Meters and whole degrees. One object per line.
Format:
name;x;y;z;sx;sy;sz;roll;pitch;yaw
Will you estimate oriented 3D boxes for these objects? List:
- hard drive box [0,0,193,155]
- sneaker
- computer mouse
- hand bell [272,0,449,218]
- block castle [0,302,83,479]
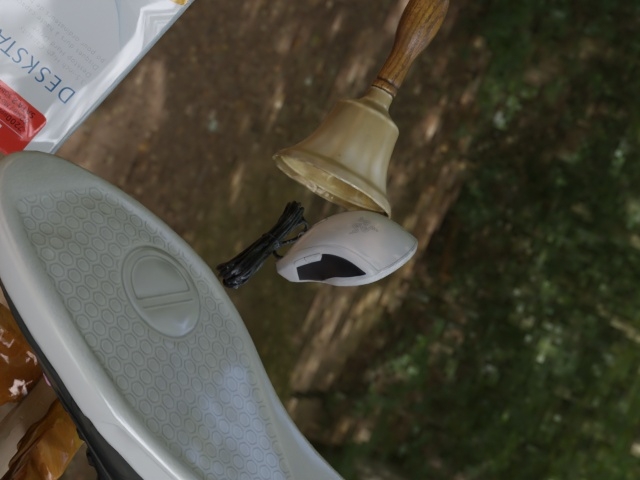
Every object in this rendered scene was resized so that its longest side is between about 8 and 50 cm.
hard drive box;-0.219;-0.199;1.212;0.232;0.181;0.089;-47;-159;8
sneaker;-0.085;0.105;0.688;0.147;0.295;0.104;-27;-164;36
computer mouse;0.000;0.000;1.196;0.106;0.042;0.193;-37;-159;-33
hand bell;0.064;-0.154;1.467;0.242;0.126;0.126;-63;173;-8
block castle;-0.368;0.087;0.921;0.213;0.453;0.303;-48;-170;15
